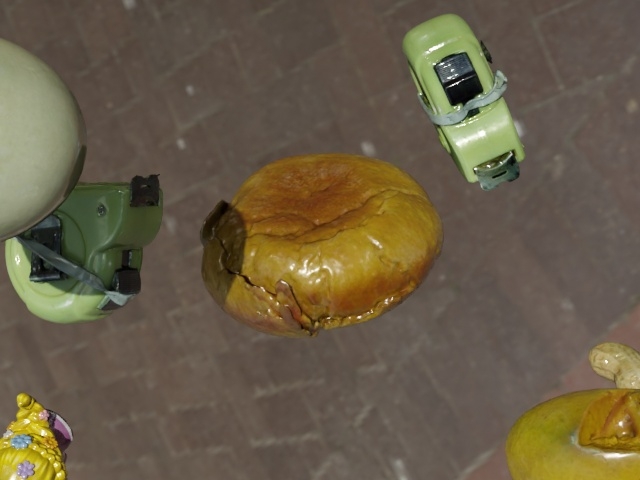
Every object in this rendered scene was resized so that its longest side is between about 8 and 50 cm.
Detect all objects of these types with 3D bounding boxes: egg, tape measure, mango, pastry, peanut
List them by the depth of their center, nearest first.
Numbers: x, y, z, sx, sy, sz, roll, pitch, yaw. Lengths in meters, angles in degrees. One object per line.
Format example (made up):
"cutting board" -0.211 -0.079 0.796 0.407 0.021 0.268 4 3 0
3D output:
"egg" -0.310 -0.086 1.289 0.187 0.253 0.186 -1 89 40
"mango" 0.311 0.206 1.488 0.262 0.167 0.130 -7 78 18
"tape measure" 0.144 -0.157 1.571 0.154 0.088 0.177 63 -178 -28
"peanut" 0.345 0.149 1.693 0.113 0.054 0.054 40 142 42
"tape measure" -0.278 0.007 1.706 0.200 0.106 0.175 5 94 29
"pastry" 0.000 0.000 2.081 0.356 0.356 0.163 22 136 50

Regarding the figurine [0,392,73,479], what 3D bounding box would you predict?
"figurine" -0.318 0.238 1.611 0.095 0.156 0.115 -1 126 17
